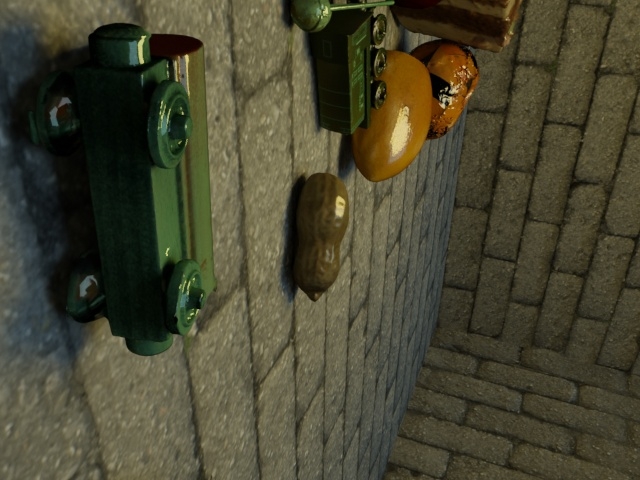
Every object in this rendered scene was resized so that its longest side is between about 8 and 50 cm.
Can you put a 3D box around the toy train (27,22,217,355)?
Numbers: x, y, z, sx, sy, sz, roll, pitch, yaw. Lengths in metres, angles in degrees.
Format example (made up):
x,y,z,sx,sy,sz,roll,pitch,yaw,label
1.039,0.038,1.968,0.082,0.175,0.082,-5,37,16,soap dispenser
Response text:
x,y,z,sx,sy,sz,roll,pitch,yaw,label
-0.146,-0.045,0.544,0.177,0.116,0.285,-72,165,-61,toy train

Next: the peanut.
x,y,z,sx,sy,sz,roll,pitch,yaw,label
-0.001,0.000,1.036,0.104,0.086,0.227,-84,-179,-70,peanut

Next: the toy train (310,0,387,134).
x,y,z,sx,sy,sz,roll,pitch,yaw,label
0.047,-0.273,1.010,0.137,0.090,0.225,-54,152,-37,toy train

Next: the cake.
x,y,z,sx,sy,sz,roll,pitch,yaw,label
0.284,-0.557,1.254,0.290,0.282,0.255,53,58,-73,cake

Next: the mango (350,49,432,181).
x,y,z,sx,sy,sz,roll,pitch,yaw,label
0.137,-0.230,1.226,0.187,0.138,0.256,25,72,-60,mango

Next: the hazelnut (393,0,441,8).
x,y,z,sx,sy,sz,roll,pitch,yaw,label
0.134,-0.478,0.954,0.229,0.230,0.229,12,90,-73,hazelnut

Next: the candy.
x,y,z,sx,sy,sz,roll,pitch,yaw,label
0.038,-0.333,0.885,0.203,0.061,0.061,-23,127,-39,candy

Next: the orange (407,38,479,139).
x,y,z,sx,sy,sz,roll,pitch,yaw,label
0.260,-0.346,1.444,0.234,0.182,0.234,20,90,-74,orange
